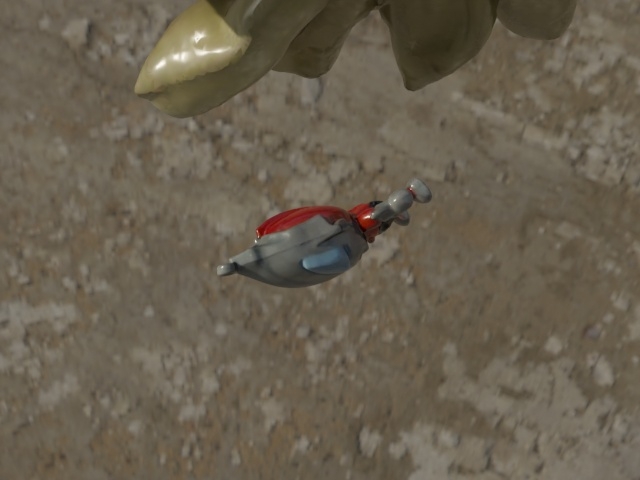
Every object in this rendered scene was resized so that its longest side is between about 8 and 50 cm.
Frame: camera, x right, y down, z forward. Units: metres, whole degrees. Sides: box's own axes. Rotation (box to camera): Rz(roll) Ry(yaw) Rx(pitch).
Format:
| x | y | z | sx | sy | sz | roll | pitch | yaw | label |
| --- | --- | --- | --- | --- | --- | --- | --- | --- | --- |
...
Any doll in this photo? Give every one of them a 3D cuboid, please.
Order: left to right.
| x | y | z | sx | sy | sz | roll | pitch | yaw | label |
| --- | --- | --- | --- | --- | --- | --- | --- | --- | --- |
| 0.000 | 0.001 | 0.680 | 0.114 | 0.039 | 0.057 | -22 | 22 | -29 | doll |

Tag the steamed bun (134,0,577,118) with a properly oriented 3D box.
| x | y | z | sx | sy | sz | roll | pitch | yaw | label |
| --- | --- | --- | --- | --- | --- | --- | --- | --- | --- |
| 0.035 | -0.171 | 0.506 | 0.427 | 0.247 | 0.189 | -19 | 79 | -1 | steamed bun |
